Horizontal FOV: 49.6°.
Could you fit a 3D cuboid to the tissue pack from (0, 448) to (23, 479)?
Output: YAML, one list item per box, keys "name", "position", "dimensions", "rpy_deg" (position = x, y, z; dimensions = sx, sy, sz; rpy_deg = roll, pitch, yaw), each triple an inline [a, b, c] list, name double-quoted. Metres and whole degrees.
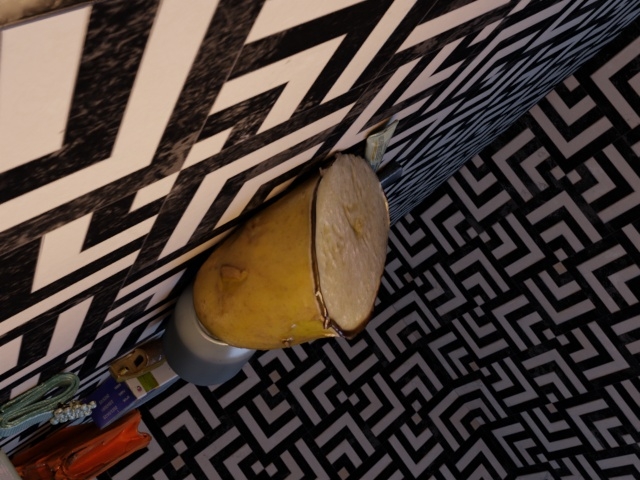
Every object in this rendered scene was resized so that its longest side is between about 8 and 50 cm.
- name: "tissue pack"
  position: [-0.805, 0.754, 1.643]
  dimensions: [0.205, 0.405, 0.332]
  rpy_deg: [-34, 175, 12]

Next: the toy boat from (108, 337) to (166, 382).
- name: "toy boat"
  position: [-0.455, 0.303, 1.780]
  dimensions: [0.088, 0.068, 0.226]
  rpy_deg: [-44, 169, 22]

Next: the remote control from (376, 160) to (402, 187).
- name: "remote control"
  position: [0.046, -0.076, 1.766]
  dimensions: [0.377, 0.044, 0.107]
  rpy_deg: [-35, 169, -6]

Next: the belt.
- name: "belt"
  position: [-0.535, 0.327, 1.328]
  dimensions: [0.179, 0.100, 0.065]
  rpy_deg: [-27, 166, -44]

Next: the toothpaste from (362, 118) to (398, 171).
- name: "toothpaste"
  position: [0.109, -0.176, 1.370]
  dimensions: [0.067, 0.037, 0.255]
  rpy_deg: [-31, 171, -9]

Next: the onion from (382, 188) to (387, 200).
- name: "onion"
  position: [0.068, -0.096, 1.514]
  dimensions: [0.150, 0.150, 0.140]
  rpy_deg: [-39, -145, 28]

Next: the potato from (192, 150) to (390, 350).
- name: "potato"
  position: [-0.067, 0.020, 1.276]
  dimensions: [0.295, 0.290, 0.397]
  rpy_deg: [-8, -131, 25]

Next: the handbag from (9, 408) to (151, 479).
- name: "handbag"
  position: [-0.729, 0.638, 2.068]
  dimensions: [0.410, 0.116, 0.303]
  rpy_deg: [-21, -178, 34]

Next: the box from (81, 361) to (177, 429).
- name: "box"
  position: [-0.520, 0.411, 2.041]
  dimensions: [0.200, 0.106, 0.299]
  rpy_deg: [-40, 172, 29]

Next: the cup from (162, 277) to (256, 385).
- name: "cup"
  position: [-0.229, 0.194, 1.513]
  dimensions: [0.205, 0.205, 0.312]
  rpy_deg: [-34, 173, -24]
